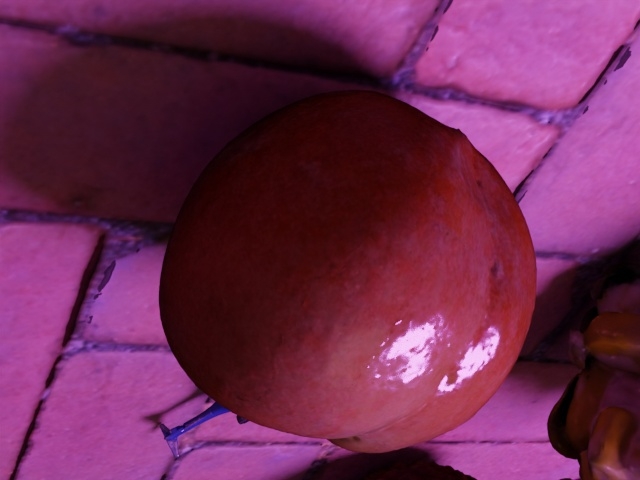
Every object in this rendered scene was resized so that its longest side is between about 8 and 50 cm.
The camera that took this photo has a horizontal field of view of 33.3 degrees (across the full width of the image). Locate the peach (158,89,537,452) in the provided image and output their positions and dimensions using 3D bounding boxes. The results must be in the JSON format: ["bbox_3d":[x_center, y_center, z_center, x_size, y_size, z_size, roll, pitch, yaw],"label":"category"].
[{"bbox_3d":[0.022,0.019,0.730,0.252,0.252,0.252,-11,142,-9],"label":"peach"}]

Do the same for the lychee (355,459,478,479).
[{"bbox_3d":[0.099,0.373,1.204,0.261,0.260,0.260,-11,142,-9],"label":"lychee"}]

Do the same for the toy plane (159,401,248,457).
[{"bbox_3d":[-0.085,0.153,1.005,0.167,0.054,0.062,-32,166,16],"label":"toy plane"}]

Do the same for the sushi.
[{"bbox_3d":[0.392,0.180,1.037,0.285,0.327,0.329,-22,159,28],"label":"sushi"}]
